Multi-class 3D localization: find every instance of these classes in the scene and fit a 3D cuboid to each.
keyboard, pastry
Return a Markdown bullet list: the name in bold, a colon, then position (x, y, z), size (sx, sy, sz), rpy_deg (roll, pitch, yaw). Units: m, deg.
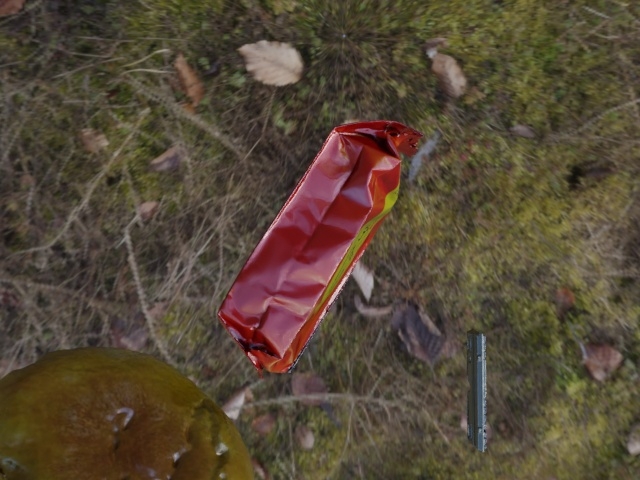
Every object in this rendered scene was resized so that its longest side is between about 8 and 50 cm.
- **keyboard**: position (0.173, 0.163, 1.053), size (0.015, 0.049, 0.129), rpy_deg (-1, 90, -7)
- **pastry**: position (-0.240, 0.272, 1.104), size (0.356, 0.356, 0.164), rpy_deg (20, 134, -3)

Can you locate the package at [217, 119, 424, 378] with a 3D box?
- **package**: position (0.000, 0.001, 1.377), size (0.123, 0.196, 0.423), rpy_deg (32, 82, 7)
